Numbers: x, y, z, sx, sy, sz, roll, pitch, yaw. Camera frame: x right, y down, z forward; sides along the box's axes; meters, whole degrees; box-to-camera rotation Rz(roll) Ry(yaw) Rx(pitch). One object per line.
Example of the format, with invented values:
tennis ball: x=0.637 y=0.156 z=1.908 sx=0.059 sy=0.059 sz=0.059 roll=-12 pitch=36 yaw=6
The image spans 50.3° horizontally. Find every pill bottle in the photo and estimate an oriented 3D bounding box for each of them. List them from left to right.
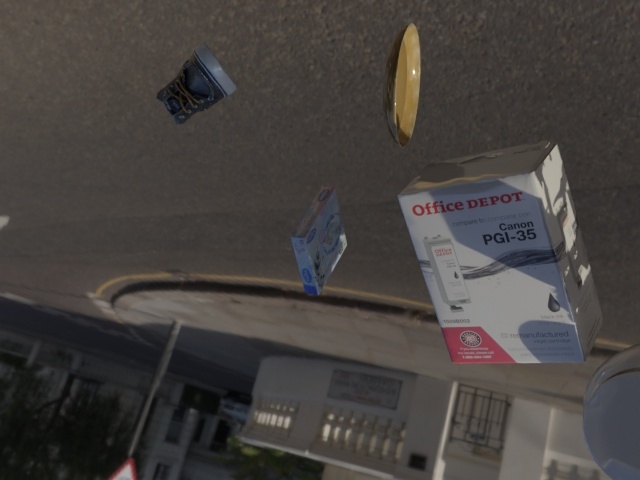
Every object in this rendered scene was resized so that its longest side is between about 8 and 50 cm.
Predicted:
pill bottle: x=0.306 y=0.149 z=0.602 sx=0.124 sy=0.124 sz=0.221 roll=3 pitch=179 yaw=34

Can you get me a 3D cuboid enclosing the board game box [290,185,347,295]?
board game box: x=0.000 y=0.000 z=0.784 sx=0.020 sy=0.090 sz=0.090 roll=10 pitch=135 yaw=23

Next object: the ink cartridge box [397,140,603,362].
ink cartridge box: x=0.254 y=0.025 z=0.965 sx=0.207 sy=0.117 sz=0.283 roll=-8 pitch=111 yaw=38

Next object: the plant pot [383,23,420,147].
plant pot: x=0.158 y=-0.300 z=1.330 sx=0.032 sy=0.236 sz=0.236 roll=6 pitch=161 yaw=18

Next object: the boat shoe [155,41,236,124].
boat shoe: x=-0.155 y=-0.182 z=0.832 sx=0.065 sy=0.083 sz=0.183 roll=54 pitch=175 yaw=-8
